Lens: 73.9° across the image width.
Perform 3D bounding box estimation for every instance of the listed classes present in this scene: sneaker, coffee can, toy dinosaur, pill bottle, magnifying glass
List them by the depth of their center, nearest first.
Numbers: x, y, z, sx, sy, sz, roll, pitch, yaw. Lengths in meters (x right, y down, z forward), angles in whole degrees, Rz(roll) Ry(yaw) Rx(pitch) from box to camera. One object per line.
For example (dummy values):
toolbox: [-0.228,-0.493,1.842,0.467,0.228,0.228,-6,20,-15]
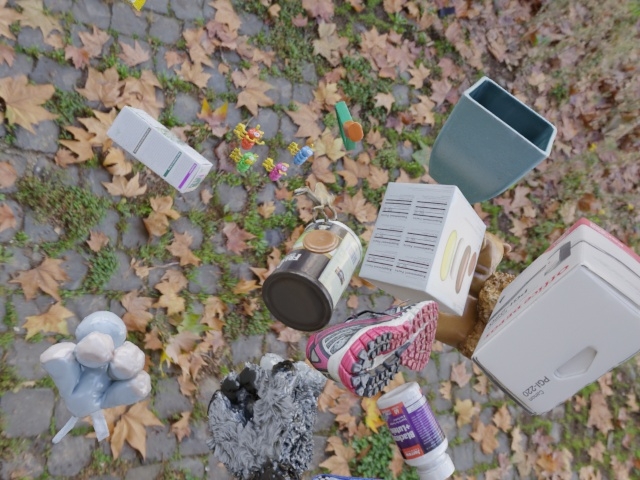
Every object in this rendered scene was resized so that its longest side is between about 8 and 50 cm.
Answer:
sneaker: [0.105,0.156,0.709,0.299,0.112,0.121,-1,99,-49]
magnifying glass: [0.050,-0.197,0.748,0.026,0.231,0.092,-14,107,4]
pill bottle: [0.215,0.429,0.951,0.108,0.108,0.194,-21,75,-26]
toy dinosaur: [0.011,-0.085,0.967,0.183,0.053,0.093,0,79,-61]
coffee can: [-0.015,0.093,1.210,0.202,0.201,0.275,50,38,-12]

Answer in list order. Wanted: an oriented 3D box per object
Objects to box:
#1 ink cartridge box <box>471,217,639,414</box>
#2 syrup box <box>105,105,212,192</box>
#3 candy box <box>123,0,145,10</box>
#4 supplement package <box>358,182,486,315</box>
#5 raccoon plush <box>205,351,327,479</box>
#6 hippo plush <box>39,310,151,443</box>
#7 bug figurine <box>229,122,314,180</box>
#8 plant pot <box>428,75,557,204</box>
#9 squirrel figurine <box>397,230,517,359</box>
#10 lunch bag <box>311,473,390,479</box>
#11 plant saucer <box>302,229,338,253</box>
ink cartridge box: [0.280,0.076,0.494,0.092,0.159,0.218,42,32,13]
syrup box: [-0.406,-0.230,1.089,0.236,0.093,0.096,39,101,-5]
candy box: [-0.251,-0.445,0.609,0.105,0.027,0.206,33,88,0]
supplement package: [0.213,0.019,0.859,0.194,0.149,0.203,31,74,-47]
raccoon plush: [-0.074,0.451,0.916,0.299,0.216,0.447,41,35,-57]
hippo plush: [-0.541,0.314,1.096,0.234,0.237,0.295,1,112,-9]
bug figurine: [-0.165,-0.278,1.402,0.278,0.216,0.072,11,59,-31]
plant pot: [0.436,-0.248,1.156,0.247,0.252,0.248,40,42,7]
squirrel figurine: [0.492,0.163,1.325,0.281,0.397,0.371,23,97,-35]
lunch bag: [0.087,0.704,1.063,0.303,0.243,0.115,0,108,15]
plant saucer: [0.000,0.000,0.974,0.083,0.083,0.013,-23,133,-25]
